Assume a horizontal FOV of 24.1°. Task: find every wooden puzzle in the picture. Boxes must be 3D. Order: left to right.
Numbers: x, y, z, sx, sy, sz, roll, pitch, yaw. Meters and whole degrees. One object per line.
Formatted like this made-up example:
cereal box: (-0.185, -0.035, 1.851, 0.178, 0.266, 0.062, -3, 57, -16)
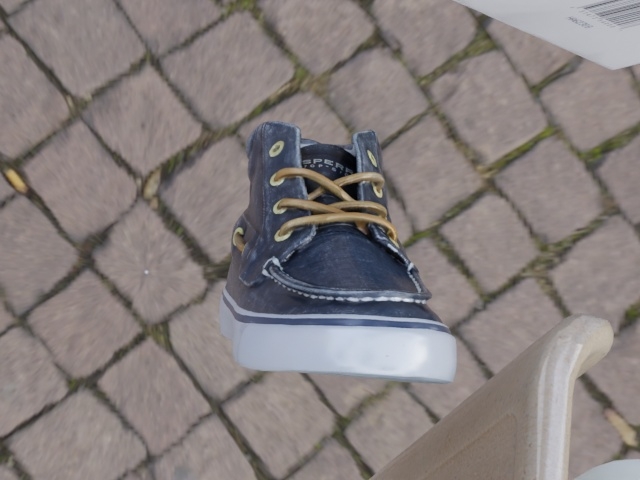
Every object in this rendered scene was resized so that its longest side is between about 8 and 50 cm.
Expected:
wooden puzzle: (0.027, 0.237, 0.566, 0.080, 0.322, 0.348, 20, 59, -11)

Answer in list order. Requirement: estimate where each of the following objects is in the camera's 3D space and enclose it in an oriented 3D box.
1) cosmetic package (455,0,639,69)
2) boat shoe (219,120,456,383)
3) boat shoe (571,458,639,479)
cosmetic package: (0.163, -0.234, 0.819, 0.138, 0.224, 0.225, -11, 79, 34)
boat shoe: (0.000, 0.000, 0.511, 0.065, 0.183, 0.083, 6, 91, -15)
boat shoe: (0.207, 0.227, 0.611, 0.116, 0.099, 0.319, -41, 102, 18)
